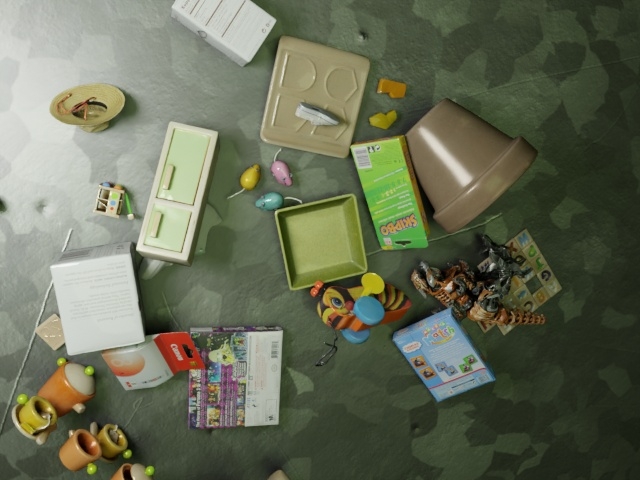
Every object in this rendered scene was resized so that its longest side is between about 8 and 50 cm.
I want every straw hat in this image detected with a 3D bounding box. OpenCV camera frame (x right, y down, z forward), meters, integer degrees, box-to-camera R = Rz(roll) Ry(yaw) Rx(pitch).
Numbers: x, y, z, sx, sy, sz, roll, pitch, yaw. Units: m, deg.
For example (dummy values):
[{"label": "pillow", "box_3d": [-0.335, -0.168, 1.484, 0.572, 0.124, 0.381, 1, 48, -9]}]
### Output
[{"label": "straw hat", "box_3d": [-0.458, -0.250, 1.263, 0.144, 0.145, 0.061, -11, 141, -12]}]

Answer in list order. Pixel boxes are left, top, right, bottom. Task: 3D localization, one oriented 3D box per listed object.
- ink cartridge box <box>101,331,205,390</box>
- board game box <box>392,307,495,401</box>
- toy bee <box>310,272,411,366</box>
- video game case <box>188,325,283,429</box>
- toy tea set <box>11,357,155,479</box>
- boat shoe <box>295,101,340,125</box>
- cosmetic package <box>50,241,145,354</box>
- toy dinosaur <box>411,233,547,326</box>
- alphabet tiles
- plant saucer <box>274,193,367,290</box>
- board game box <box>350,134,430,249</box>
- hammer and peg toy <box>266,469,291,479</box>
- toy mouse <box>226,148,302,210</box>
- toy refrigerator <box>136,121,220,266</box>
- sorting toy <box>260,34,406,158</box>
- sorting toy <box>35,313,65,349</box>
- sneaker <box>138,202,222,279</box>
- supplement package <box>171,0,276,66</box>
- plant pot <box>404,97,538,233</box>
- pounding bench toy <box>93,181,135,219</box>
[{"label": "ink cartridge box", "box_3d": [-0.350, 0.258, 1.337, 0.179, 0.045, 0.145, -5, 136, 6]}, {"label": "board game box", "box_3d": [0.298, 0.279, 1.524, 0.160, 0.039, 0.212, -28, 109, 24]}, {"label": "toy bee", "box_3d": [0.066, 0.141, 1.408, 0.195, 0.298, 0.162, -49, 68, 22]}, {"label": "video game case", "box_3d": [-0.194, 0.312, 1.442, 0.210, 0.042, 0.232, 0, 100, -13]}, {"label": "toy tea set", "box_3d": [-0.461, 0.389, 1.311, 0.124, 0.200, 0.336, -40, 106, 4]}, {"label": "boat shoe", "box_3d": [-0.007, -0.263, 1.352, 0.100, 0.035, 0.035, 15, 125, -26]}, {"label": "cosmetic package", "box_3d": [-0.446, 0.112, 1.288, 0.151, 0.151, 0.184, -9, 103, -13]}, {"label": "toy dinosaur", "box_3d": [0.385, 0.115, 1.511, 0.321, 0.164, 0.219, 18, 109, -25]}, {"label": "alphabet tiles", "box_3d": [0.474, 0.117, 1.590, 0.237, 0.009, 0.198, -37, 107, -5]}, {"label": "plant saucer", "box_3d": [0.000, 0.000, 1.433, 0.188, 0.045, 0.189, -13, 103, -11]}, {"label": "board game box", "box_3d": [0.160, -0.101, 1.408, 0.039, 0.124, 0.260, -40, 119, -48]}, {"label": "hammer and peg toy", "box_3d": [-0.227, 0.638, 1.382, 0.361, 0.266, 0.127, -40, 88, -3]}, {"label": "toy mouse", "box_3d": [-0.101, -0.120, 1.369, 0.143, 0.031, 0.161, 32, 77, 3]}, {"label": "toy refrigerator", "box_3d": [-0.282, -0.093, 1.271, 0.102, 0.094, 0.270, 13, 78, -4]}, {"label": "sorting toy", "box_3d": [0.031, -0.303, 1.394, 0.307, 0.041, 0.229, 8, 101, -22]}, {"label": "sorting toy", "box_3d": [-0.556, 0.186, 1.346, 0.083, 0.012, 0.062, -39, 102, -1]}, {"label": "sneaker", "box_3d": [-0.294, 0.013, 1.350, 0.212, 0.080, 0.094, -50, 121, -4]}, {"label": "supplement package", "box_3d": [-0.197, -0.448, 1.272, 0.179, 0.105, 0.105, 33, 91, -17]}, {"label": "plant pot", "box_3d": [0.303, -0.184, 1.389, 0.263, 0.263, 0.229, -43, 89, -3]}, {"label": "pounding bench toy", "box_3d": [-0.420, -0.083, 1.310, 0.083, 0.052, 0.065, 13, 96, -16]}]
